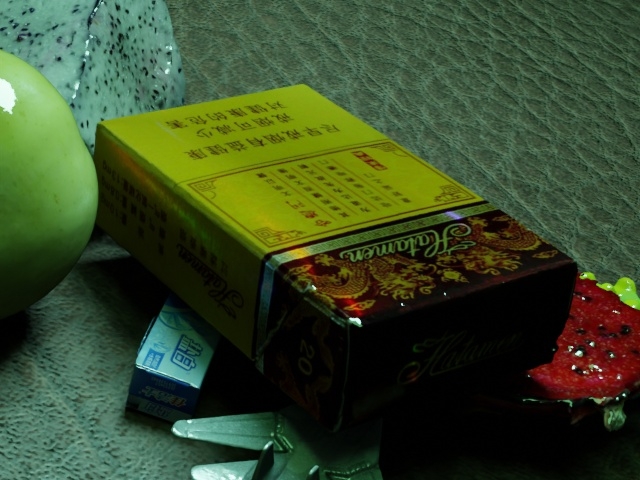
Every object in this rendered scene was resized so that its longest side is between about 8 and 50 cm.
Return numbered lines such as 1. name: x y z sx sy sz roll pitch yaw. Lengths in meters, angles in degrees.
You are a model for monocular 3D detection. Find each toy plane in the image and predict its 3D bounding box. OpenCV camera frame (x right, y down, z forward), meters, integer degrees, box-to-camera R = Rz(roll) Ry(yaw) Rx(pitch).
1. toy plane: 0.008 0.175 1.434 0.212 0.088 0.267 27 24 13

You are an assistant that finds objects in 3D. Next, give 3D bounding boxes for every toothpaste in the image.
1. toothpaste: -0.114 0.071 1.559 0.066 0.053 0.272 18 30 1

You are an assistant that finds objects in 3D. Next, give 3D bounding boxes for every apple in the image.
1. apple: -0.329 -0.051 1.457 0.262 0.262 0.262 13 31 -8

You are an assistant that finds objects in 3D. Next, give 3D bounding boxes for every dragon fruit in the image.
1. dragon fruit: 0.163 0.095 1.615 0.282 0.100 0.343 -18 41 -43
2. dragon fruit: -0.280 -0.159 1.723 0.221 0.204 0.283 -5 52 15

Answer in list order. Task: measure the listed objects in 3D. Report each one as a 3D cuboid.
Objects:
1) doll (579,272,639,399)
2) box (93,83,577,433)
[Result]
1. doll: 0.425 0.110 1.726 0.346 0.099 0.341 8 30 -11
2. box: 0.000 0.000 1.526 0.264 0.116 0.415 -13 35 -37
